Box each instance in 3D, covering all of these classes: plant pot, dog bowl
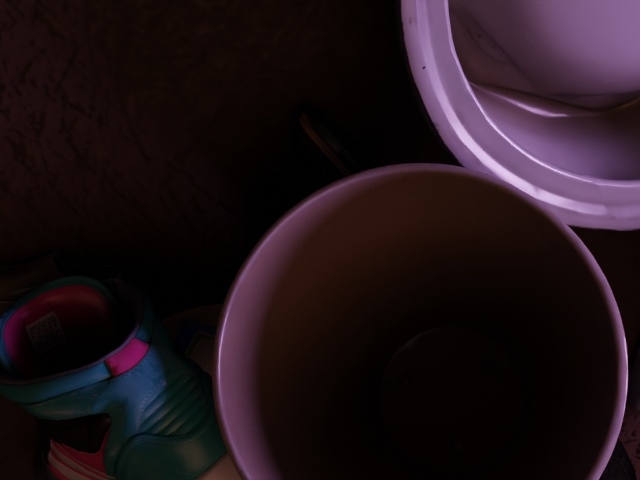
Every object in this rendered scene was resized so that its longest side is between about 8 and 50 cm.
[{"bbox_3d":[0.085,0.104,0.721,0.256,0.256,0.274,-32,162,5],"label":"plant pot"},{"bbox_3d":[0.227,-0.218,0.675,0.408,0.150,0.408,-6,121,-11],"label":"dog bowl"}]

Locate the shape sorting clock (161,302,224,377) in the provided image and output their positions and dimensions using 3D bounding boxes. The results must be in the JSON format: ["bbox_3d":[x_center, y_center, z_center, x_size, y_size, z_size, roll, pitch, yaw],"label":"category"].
[{"bbox_3d":[-0.076,0.128,0.849,0.206,0.040,0.206,0,129,0],"label":"shape sorting clock"}]

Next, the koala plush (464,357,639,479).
[{"bbox_3d":[0.211,0.180,0.909,0.196,0.203,0.221,-23,102,-12],"label":"koala plush"}]

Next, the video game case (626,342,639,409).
[{"bbox_3d":[0.490,0.037,0.958,0.329,0.036,0.300,0,120,-15],"label":"video game case"}]

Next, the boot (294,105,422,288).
[{"bbox_3d":[0.000,0.000,0.789,0.137,0.077,0.198,-31,121,10],"label":"boot"}]

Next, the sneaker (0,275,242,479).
[{"bbox_3d":[-0.182,0.119,0.737,0.124,0.295,0.178,-43,106,-38],"label":"sneaker"}]

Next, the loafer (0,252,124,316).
[{"bbox_3d":[-0.222,0.035,0.761,0.148,0.056,0.050,4,118,-28],"label":"loafer"}]
